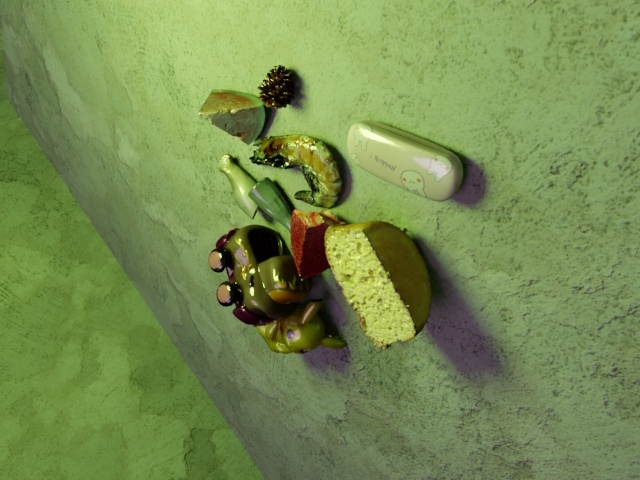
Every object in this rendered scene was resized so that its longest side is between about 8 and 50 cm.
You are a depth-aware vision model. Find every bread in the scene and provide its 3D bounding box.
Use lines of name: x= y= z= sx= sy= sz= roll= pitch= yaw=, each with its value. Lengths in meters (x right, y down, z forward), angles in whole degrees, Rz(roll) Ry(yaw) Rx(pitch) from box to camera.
bread: x=0.163 y=0.083 z=1.225 sx=0.194 sy=0.179 sz=0.340 roll=-25 pitch=93 yaw=51

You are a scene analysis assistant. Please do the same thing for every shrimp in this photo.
shrimp: x=-0.075 y=-0.192 z=1.397 sx=0.365 sy=0.071 sz=0.233 roll=7 pitch=127 yaw=47

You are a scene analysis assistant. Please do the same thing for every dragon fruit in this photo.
dragon fruit: x=0.002 y=-0.009 z=1.401 sx=0.274 sy=0.161 sz=0.126 roll=98 pitch=157 yaw=-51

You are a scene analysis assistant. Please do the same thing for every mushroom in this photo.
mushroom: x=-0.262 y=-0.177 z=1.590 sx=0.225 sy=0.093 sz=0.116 roll=53 pitch=164 yaw=-1

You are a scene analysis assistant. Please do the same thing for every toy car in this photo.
toy car: x=-0.174 y=0.089 z=1.545 sx=0.240 sy=0.271 sz=0.341 roll=-31 pitch=69 yaw=31

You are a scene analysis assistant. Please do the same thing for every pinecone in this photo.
pinecone: x=-0.110 y=-0.399 z=1.272 sx=0.102 sy=0.102 sz=0.109 roll=38 pitch=111 yaw=24

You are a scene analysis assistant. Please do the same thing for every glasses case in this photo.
glasses case: x=0.182 y=-0.183 z=1.100 sx=0.297 sy=0.075 sz=0.113 roll=31 pitch=137 yaw=32

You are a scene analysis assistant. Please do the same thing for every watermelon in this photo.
watermelon: x=-0.257 y=-0.389 z=1.399 sx=0.207 sy=0.202 sz=0.136 roll=44 pitch=102 yaw=14

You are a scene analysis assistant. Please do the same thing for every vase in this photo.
vase: x=-0.123 y=-0.090 z=1.501 sx=0.214 sy=0.086 sz=0.086 roll=48 pitch=142 yaw=1

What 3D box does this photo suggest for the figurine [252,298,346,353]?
figurine: x=-0.078 y=0.306 z=1.664 sx=0.326 sy=0.169 sz=0.218 roll=-4 pitch=127 yaw=52
